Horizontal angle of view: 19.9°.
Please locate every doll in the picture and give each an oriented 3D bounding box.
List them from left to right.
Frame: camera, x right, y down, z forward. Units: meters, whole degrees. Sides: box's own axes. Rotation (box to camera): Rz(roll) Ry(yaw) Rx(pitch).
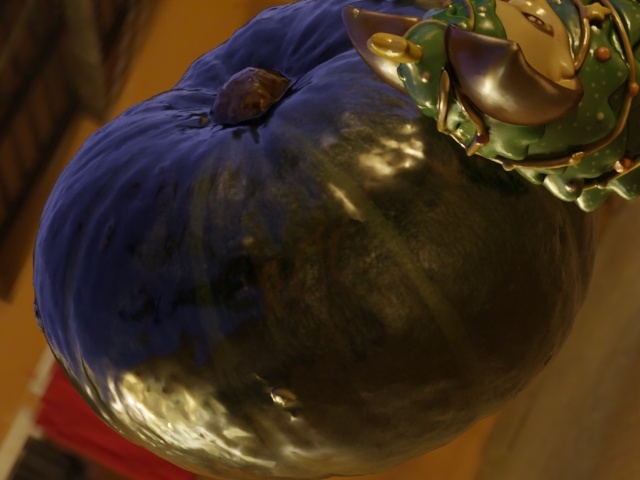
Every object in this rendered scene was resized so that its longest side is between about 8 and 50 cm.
[{"bbox_3d":[0.059,-0.041,0.561,0.113,0.078,0.076,-15,-67,-36],"label":"doll"}]

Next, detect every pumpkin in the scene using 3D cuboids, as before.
[{"bbox_3d":[0.000,0.000,0.945,0.207,0.300,0.300,62,-139,-33],"label":"pumpkin"}]
